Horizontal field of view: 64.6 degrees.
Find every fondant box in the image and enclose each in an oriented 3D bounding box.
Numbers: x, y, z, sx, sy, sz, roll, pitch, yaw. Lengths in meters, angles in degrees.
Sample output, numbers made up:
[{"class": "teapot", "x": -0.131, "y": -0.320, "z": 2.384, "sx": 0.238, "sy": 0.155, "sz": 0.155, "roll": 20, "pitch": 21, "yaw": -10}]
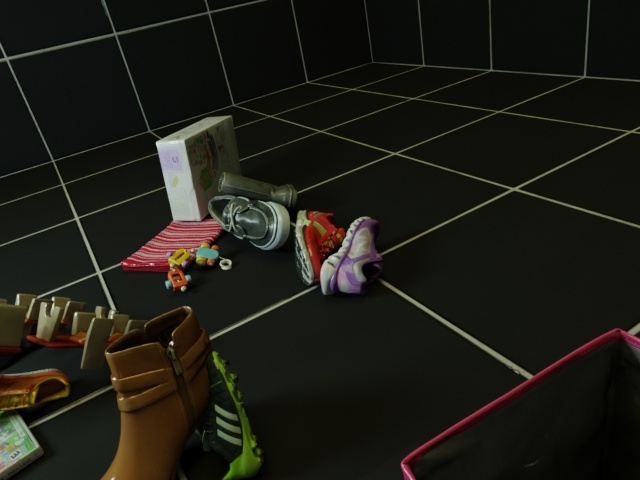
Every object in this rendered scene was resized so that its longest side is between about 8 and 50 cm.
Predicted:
[{"class": "fondant box", "x": -0.357, "y": -0.231, "z": 1.555, "sx": 0.096, "sy": 0.238, "sz": 0.330, "roll": 1, "pitch": 25, "yaw": 14}]

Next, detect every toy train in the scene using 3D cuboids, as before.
[{"class": "toy train", "x": -0.305, "y": 0.070, "z": 1.220, "sx": 0.166, "sy": 0.046, "sz": 0.125, "roll": -19, "pitch": 53, "yaw": -34}]

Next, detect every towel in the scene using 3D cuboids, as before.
[{"class": "towel", "x": -0.388, "y": 0.005, "z": 1.384, "sx": 0.198, "sy": 0.031, "sz": 0.275, "roll": 1, "pitch": 30, "yaw": 22}]

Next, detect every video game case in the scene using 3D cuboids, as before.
[{"class": "video game case", "x": -0.580, "y": 0.352, "z": 0.819, "sx": 0.212, "sy": 0.023, "sz": 0.193, "roll": 17, "pitch": 40, "yaw": 43}]

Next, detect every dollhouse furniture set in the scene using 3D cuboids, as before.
[{"class": "dollhouse furniture set", "x": -0.506, "y": 0.186, "z": 0.940, "sx": 0.262, "sy": 0.135, "sz": 0.259, "roll": 7, "pitch": -6, "yaw": 32}]

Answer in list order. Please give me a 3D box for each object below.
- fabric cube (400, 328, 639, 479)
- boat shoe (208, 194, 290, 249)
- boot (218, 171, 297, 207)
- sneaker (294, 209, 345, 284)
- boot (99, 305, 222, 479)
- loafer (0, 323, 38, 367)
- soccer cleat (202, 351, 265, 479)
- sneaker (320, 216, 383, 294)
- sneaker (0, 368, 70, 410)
[{"class": "fabric cube", "x": 0.246, "y": 0.277, "z": 0.385, "sx": 0.254, "sy": 0.258, "sz": 0.259, "roll": -22, "pitch": 29, "yaw": -20}, {"class": "boat shoe", "x": -0.195, "y": -0.049, "z": 1.288, "sx": 0.119, "sy": 0.121, "sz": 0.335, "roll": 7, "pitch": 4, "yaw": -33}, {"class": "boot", "x": -0.179, "y": -0.138, "z": 1.408, "sx": 0.208, "sy": 0.076, "sz": 0.189, "roll": 6, "pitch": 2, "yaw": -13}, {"class": "sneaker", "x": 0.000, "y": 0.000, "z": 1.169, "sx": 0.118, "sy": 0.107, "sz": 0.279, "roll": -2, "pitch": 31, "yaw": 0}, {"class": "boot", "x": -0.240, "y": 0.241, "z": 0.680, "sx": 0.109, "sy": 0.220, "sz": 0.283, "roll": 16, "pitch": 39, "yaw": 42}, {"class": "loafer", "x": -0.659, "y": 0.224, "z": 1.066, "sx": 0.170, "sy": 0.062, "sz": 0.061, "roll": -29, "pitch": 10, "yaw": -36}, {"class": "soccer cleat", "x": -0.134, "y": 0.244, "z": 0.695, "sx": 0.072, "sy": 0.179, "sz": 0.060, "roll": -19, "pitch": -2, "yaw": -6}, {"class": "sneaker", "x": 0.091, "y": 0.038, "z": 1.079, "sx": 0.104, "sy": 0.095, "sz": 0.236, "roll": 10, "pitch": 39, "yaw": 24}, {"class": "sneaker", "x": -0.529, "y": 0.264, "z": 0.877, "sx": 0.175, "sy": 0.064, "sz": 0.067, "roll": -9, "pitch": 17, "yaw": -39}]
